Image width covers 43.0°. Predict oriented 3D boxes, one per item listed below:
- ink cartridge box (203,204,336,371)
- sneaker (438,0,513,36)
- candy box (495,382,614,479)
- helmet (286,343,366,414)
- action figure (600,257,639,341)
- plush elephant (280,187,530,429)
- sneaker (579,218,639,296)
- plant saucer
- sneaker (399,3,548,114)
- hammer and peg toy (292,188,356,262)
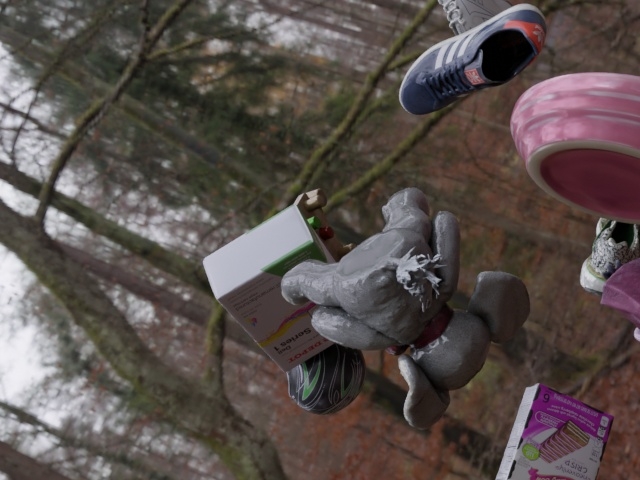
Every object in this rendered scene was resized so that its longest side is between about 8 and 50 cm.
[{"bbox_3d":[-0.058,0.097,1.521,0.201,0.117,0.278,-31,-45,3],"label":"ink cartridge box"},{"bbox_3d":[0.340,-0.547,1.885,0.129,0.297,0.111,-59,21,-11],"label":"sneaker"},{"bbox_3d":[0.429,0.405,1.506,0.071,0.159,0.233,112,-178,-71],"label":"candy box"},{"bbox_3d":[0.012,0.271,1.658,0.169,0.169,0.162,74,-176,-66],"label":"helmet"},{"bbox_3d":[0.653,0.175,1.402,0.248,0.370,0.276,-27,-50,-10],"label":"action figure"},{"bbox_3d":[0.144,0.107,1.180,0.272,0.255,0.330,-38,19,-8],"label":"plush elephant"},{"bbox_3d":[0.776,-0.029,2.044,0.410,0.158,0.182,-53,-25,-46],"label":"sneaker"},{"bbox_3d":[0.426,-0.112,1.150,0.332,0.332,0.084,67,-137,-69],"label":"plant saucer"},{"bbox_3d":[0.305,-0.352,1.681,0.350,0.131,0.148,-32,26,31],"label":"sneaker"},{"bbox_3d":[0.000,0.000,2.355,0.266,0.127,0.361,55,-147,-19],"label":"hammer and peg toy"}]
